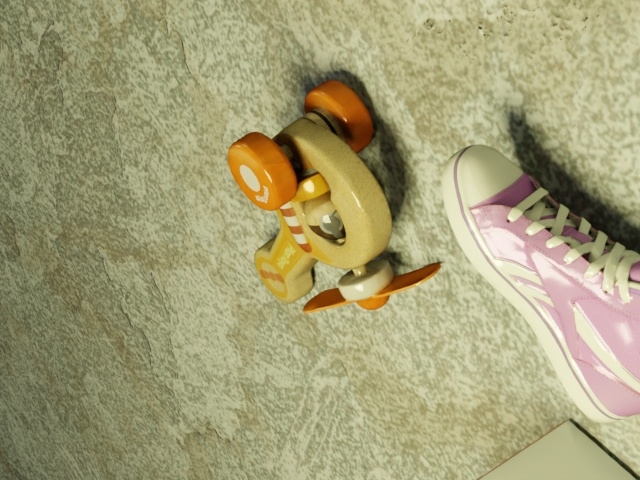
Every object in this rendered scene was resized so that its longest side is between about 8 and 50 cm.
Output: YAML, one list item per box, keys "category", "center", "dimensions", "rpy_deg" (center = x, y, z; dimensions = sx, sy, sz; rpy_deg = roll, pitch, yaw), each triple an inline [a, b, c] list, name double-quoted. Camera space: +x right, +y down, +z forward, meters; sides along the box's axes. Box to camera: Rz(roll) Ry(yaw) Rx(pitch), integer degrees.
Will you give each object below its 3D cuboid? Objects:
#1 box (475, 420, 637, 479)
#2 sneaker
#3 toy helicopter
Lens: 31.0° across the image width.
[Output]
- category: "box"
  center: [0.195, 0.385, 1.158]
  dimensions: [0.168, 0.215, 0.345]
  rpy_deg: [43, 141, 31]
- category: "sneaker"
  center: [0.233, 0.013, 0.987]
  dimensions: [0.282, 0.102, 0.161]
  rpy_deg: [53, 143, 0]
- category: "toy helicopter"
  center: [0.000, 0.000, 1.304]
  dimensions: [0.235, 0.140, 0.355]
  rpy_deg: [50, 155, 8]
